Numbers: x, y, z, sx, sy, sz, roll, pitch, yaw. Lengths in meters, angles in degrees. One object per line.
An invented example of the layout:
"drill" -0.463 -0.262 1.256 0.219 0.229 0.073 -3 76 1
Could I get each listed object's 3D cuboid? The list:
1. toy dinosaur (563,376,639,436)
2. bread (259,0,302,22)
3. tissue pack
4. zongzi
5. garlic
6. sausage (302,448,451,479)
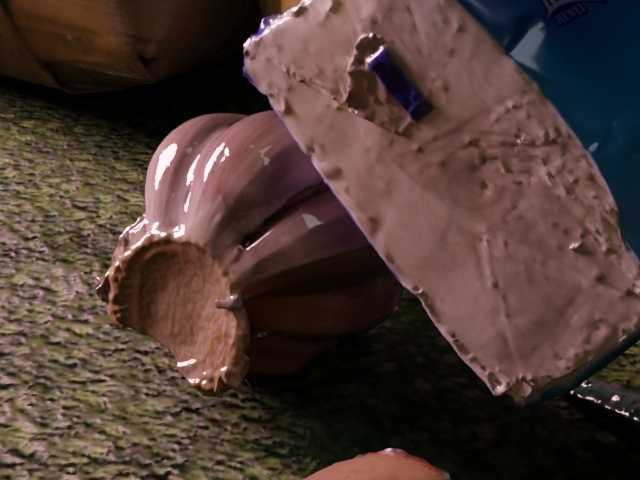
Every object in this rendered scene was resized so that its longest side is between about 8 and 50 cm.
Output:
"toy dinosaur" 0.211 0.078 0.835 0.129 0.076 0.383 -12 20 -29
"bread" 0.069 -0.118 1.092 0.244 0.134 0.244 16 22 -6
"tissue pack" 0.127 -0.076 0.857 0.269 0.137 0.209 -30 79 -45
"zongzi" -0.196 -0.216 1.259 0.447 0.181 0.418 16 15 27
"garlic" 0.000 0.000 0.903 0.194 0.127 0.131 -1 19 -45
"sausage" -0.047 0.163 0.563 0.123 0.123 0.253 27 36 37
